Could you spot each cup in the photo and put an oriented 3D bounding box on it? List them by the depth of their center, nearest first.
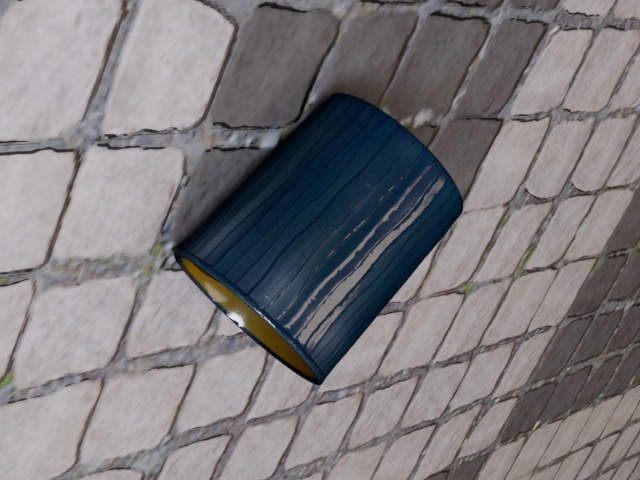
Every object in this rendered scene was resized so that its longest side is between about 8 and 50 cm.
[{"bbox_3d":[-0.006,-0.007,0.792,0.138,0.150,0.113,-48,117,-11],"label":"cup"}]
